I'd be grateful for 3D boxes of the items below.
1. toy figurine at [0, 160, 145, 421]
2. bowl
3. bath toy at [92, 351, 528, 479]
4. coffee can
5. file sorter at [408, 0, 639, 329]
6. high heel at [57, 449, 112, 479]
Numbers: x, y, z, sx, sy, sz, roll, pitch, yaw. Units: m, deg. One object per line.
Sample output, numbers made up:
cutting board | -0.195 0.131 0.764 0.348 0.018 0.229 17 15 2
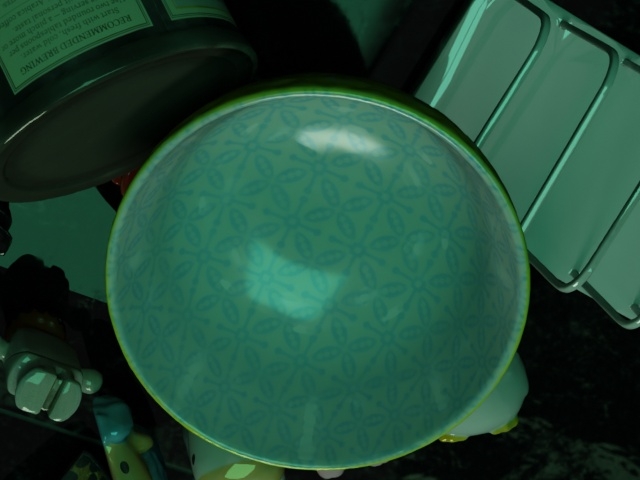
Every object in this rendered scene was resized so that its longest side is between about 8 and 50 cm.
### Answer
toy figurine | -0.179 0.012 1.421 0.213 0.148 0.210 -23 117 -5
bowl | 0.000 0.000 1.306 0.289 0.156 0.289 1 116 2
bath toy | -0.002 0.131 1.485 0.348 0.151 0.129 -16 112 -8
coffee can | -0.191 -0.193 1.251 0.201 0.201 0.275 -27 77 -1
file sorter | 0.214 -0.053 1.451 0.277 0.173 0.193 28 101 -17
high heel | -0.295 0.257 1.513 0.261 0.093 0.186 3 99 -11
